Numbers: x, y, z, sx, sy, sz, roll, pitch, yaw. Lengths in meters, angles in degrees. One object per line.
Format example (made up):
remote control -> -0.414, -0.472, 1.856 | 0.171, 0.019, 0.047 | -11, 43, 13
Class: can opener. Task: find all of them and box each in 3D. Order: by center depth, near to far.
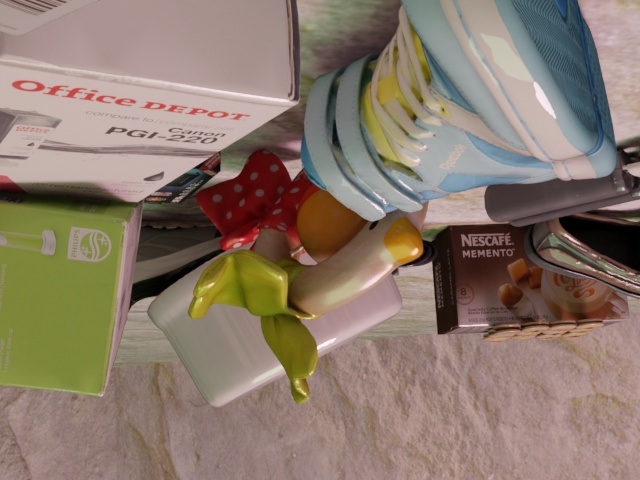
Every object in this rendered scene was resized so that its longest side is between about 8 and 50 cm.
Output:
can opener -> 0.300, -0.040, 0.916 | 0.283, 0.095, 0.076 | -15, 164, 42

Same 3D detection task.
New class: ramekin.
ramekin -> -0.042, 0.077, 1.032 | 0.277, 0.135, 0.277 | -27, 172, -4

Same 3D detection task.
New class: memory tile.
memory tile -> 0.299, 0.123, 1.231 | 0.148, 0.012, 0.113 | -3, 166, -2

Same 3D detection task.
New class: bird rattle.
bird rattle -> 0.000, 0.000, 0.751 | 0.207, 0.143, 0.253 | -28, -156, 21

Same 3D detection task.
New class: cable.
cable -> 0.059, 0.019, 1.212 | 0.184, 0.047, 0.150 | -7, -170, 35

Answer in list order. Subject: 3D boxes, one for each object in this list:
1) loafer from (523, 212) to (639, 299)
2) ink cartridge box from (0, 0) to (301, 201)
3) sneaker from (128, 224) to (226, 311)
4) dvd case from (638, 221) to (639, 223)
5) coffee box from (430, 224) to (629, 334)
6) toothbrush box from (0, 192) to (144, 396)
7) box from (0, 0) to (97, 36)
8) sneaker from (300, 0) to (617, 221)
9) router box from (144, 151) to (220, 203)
loafer -> 0.405, 0.016, 1.192 | 0.267, 0.096, 0.084 | 10, 153, -7
ink cartridge box -> -0.133, -0.093, 0.511 | 0.158, 0.092, 0.218 | 3, 165, -33
sneaker -> -0.197, 0.015, 1.057 | 0.271, 0.108, 0.100 | -16, 156, -24
dvd case -> 0.572, -0.021, 1.278 | 0.238, 0.030, 0.179 | -1, 168, -17
coffee box -> 0.288, 0.053, 1.269 | 0.246, 0.141, 0.098 | -1, 168, -10
toothbrush box -> -0.277, 0.010, 0.646 | 0.283, 0.122, 0.206 | 9, -173, -10
box -> -0.110, -0.136, 0.307 | 0.101, 0.087, 0.102 | -11, 166, 33
sneaker -> 0.055, -0.083, 0.544 | 0.208, 0.127, 0.319 | -10, 167, 22
router box -> -0.147, -0.064, 0.783 | 0.092, 0.038, 0.122 | 2, 167, -24
